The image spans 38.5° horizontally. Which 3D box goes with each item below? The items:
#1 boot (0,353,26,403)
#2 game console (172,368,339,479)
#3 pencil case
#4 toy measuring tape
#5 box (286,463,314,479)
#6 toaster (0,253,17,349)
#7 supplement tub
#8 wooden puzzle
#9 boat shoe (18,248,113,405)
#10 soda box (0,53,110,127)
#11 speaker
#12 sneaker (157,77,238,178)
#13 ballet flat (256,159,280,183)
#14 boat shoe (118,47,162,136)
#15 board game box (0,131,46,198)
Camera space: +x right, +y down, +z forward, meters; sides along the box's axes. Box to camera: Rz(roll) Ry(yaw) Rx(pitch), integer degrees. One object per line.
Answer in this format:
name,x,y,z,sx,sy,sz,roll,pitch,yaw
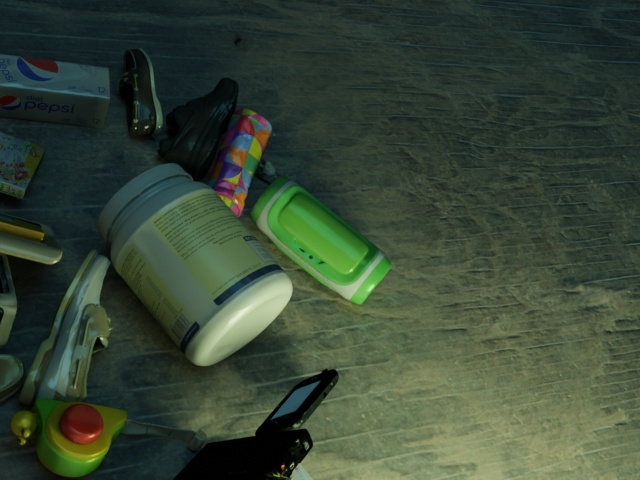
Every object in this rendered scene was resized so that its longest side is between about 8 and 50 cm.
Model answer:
boot,-0.581,0.197,1.422,0.261,0.203,0.095,-7,60,-29
game console,-0.086,0.327,1.592,0.361,0.213,0.044,-40,111,-57
pencil case,-0.175,-0.164,1.927,0.104,0.104,0.236,23,61,-8
toy measuring tape,-0.343,0.338,1.500,0.330,0.121,0.121,17,50,-25
box,-0.105,0.491,1.457,0.247,0.163,0.142,-33,76,-39
toaster,-0.604,0.085,1.516,0.168,0.110,0.186,7,40,-36
supplement tub,-0.234,0.041,1.681,0.235,0.235,0.325,-30,73,-38
wooden puzzle,-0.566,-0.026,1.597,0.220,0.044,0.238,17,6,-22
boat shoe,-0.419,0.160,1.597,0.103,0.113,0.302,22,60,-11
soda box,-0.579,-0.307,1.866,0.286,0.098,0.091,4,55,-22
speaker,0.000,0.000,1.895,0.296,0.131,0.131,39,49,5
sneaker,-0.262,-0.266,1.985,0.130,0.109,0.286,21,48,-2
ballet flat,-0.131,-0.165,2.010,0.114,0.041,0.041,35,49,2
boat shoe,-0.398,-0.325,1.974,0.068,0.081,0.228,-2,60,-31
board game box,-0.599,-0.147,1.757,0.103,0.026,0.154,18,34,-13
